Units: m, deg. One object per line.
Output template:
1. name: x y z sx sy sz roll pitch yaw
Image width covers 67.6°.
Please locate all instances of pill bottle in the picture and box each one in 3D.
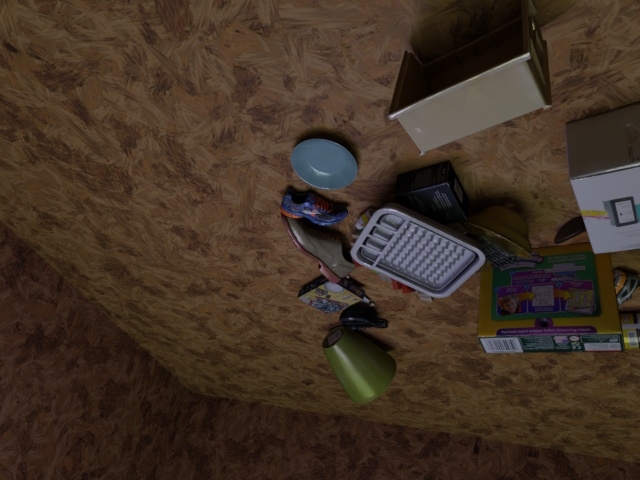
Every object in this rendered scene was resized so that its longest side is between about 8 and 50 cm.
1. pill bottle: 0.994 0.315 1.645 0.208 0.119 0.119 -9 137 32
2. pill bottle: 0.146 -0.067 1.527 0.043 0.043 0.083 29 143 -17

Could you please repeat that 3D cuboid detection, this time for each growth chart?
1. growth chart: 0.106 0.224 1.950 0.172 0.021 0.237 -14 134 36

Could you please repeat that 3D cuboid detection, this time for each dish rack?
1. dish rack: 0.443 0.031 1.475 0.208 0.074 0.271 28 155 -18
2. dish rack: 0.279 0.025 1.394 0.332 0.072 0.285 26 142 -1

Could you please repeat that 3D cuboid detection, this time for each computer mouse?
1. computer mouse: 0.161 0.320 1.999 0.188 0.072 0.272 -6 160 22

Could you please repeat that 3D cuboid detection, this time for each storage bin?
1. storage bin: 0.293 -0.329 0.935 0.262 0.260 0.123 -17 132 37

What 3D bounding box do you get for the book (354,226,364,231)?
1. book: 0.194 -0.008 1.603 0.096 0.035 0.144 -17 130 35

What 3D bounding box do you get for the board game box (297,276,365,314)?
1. board game box: 0.040 0.216 1.912 0.165 0.042 0.243 32 143 -21

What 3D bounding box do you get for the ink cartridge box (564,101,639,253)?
1. ink cartridge box: 0.696 -0.138 1.089 0.197 0.198 0.270 -12 135 34

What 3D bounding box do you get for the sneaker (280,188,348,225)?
1. sneaker: -0.022 -0.108 1.511 0.221 0.083 0.087 9 136 5

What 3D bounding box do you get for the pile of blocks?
1. pile of blocks: 0.249 0.094 1.543 0.362 0.113 0.149 25 151 7

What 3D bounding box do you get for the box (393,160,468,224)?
1. box: 0.313 -0.123 1.346 0.158 0.093 0.156 -12 135 32

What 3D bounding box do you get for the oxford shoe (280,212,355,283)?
1. oxford shoe: 0.000 0.000 1.645 0.130 0.123 0.348 -34 124 16

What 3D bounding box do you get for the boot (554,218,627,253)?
1. boot: 0.777 -0.008 1.332 0.152 0.073 0.197 34 138 -17

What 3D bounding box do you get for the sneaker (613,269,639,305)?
1. sneaker: 0.935 0.177 1.518 0.083 0.084 0.215 7 143 4

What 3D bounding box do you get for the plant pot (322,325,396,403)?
1. plant pot: 0.151 0.537 2.185 0.274 0.275 0.293 -26 111 43

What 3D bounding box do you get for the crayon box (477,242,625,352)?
1. crayon box: 0.663 0.168 1.410 0.363 0.313 0.106 -8 134 31

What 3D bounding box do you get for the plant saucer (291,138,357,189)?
1. plant saucer: 0.013 -0.227 1.371 0.195 0.037 0.195 11 145 8

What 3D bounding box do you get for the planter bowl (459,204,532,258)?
1. planter bowl: 0.513 -0.039 1.351 0.217 0.090 0.217 28 -179 0
